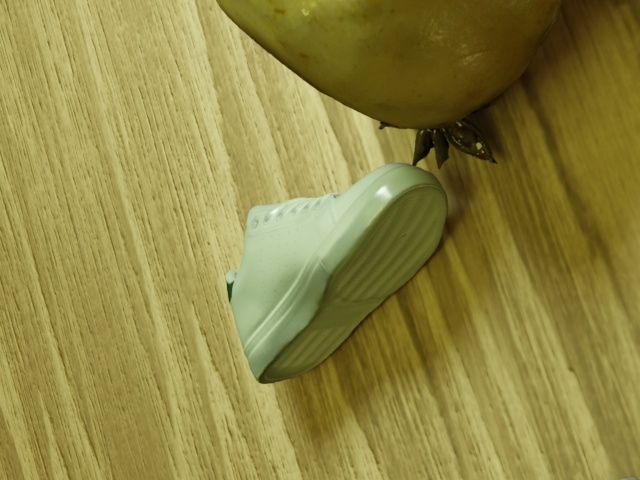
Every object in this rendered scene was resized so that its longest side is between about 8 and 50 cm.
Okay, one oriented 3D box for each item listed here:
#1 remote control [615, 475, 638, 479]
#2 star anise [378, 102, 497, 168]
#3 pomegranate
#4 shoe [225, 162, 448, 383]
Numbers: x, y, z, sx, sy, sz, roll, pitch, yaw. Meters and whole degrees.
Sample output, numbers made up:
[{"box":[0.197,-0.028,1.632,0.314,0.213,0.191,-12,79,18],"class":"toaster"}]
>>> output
[{"box":[0.199,0.346,1.220,0.344,0.050,0.145,-37,68,45],"class":"remote control"},{"box":[0.126,-0.115,1.229,0.129,0.056,0.124,46,107,30],"class":"star anise"},{"box":[0.053,-0.259,1.101,0.332,0.332,0.332,9,103,47],"class":"pomegranate"},{"box":[0.000,0.000,1.338,0.160,0.132,0.363,62,141,23],"class":"shoe"}]
